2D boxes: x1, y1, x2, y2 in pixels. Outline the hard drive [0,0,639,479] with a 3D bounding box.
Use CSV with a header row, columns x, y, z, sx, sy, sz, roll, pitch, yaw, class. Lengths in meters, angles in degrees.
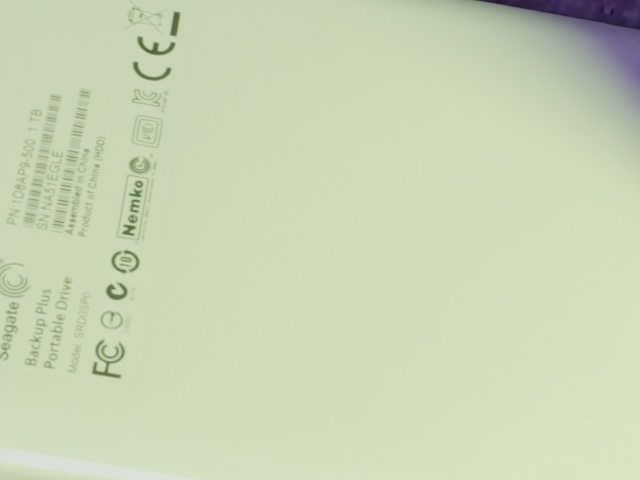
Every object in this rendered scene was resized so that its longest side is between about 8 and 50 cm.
x,y,z,sx,sy,sz,roll,pitch,yaw,class
0.000,0.000,0.655,0.353,0.047,0.233,9,54,-5,hard drive
